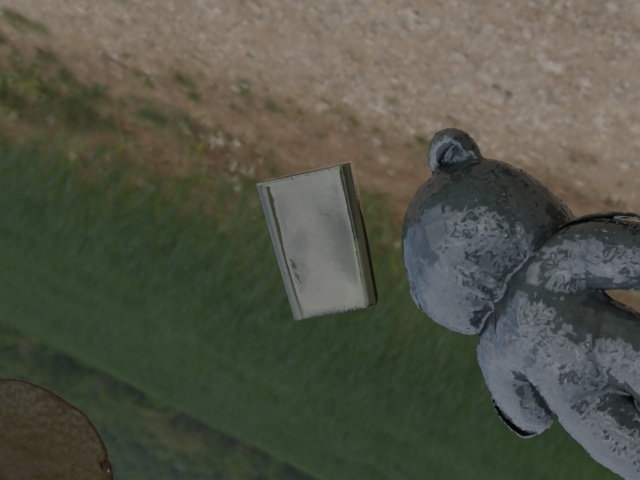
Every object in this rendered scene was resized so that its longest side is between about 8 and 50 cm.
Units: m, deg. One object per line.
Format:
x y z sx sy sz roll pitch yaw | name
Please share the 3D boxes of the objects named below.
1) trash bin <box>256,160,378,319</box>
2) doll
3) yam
0.000 0.000 0.746 0.060 0.092 0.043 -12 -173 6 | trash bin
0.213 0.061 1.014 0.340 0.158 0.246 36 132 22 | doll
-0.128 0.116 0.432 0.084 0.084 0.127 30 127 -10 | yam
